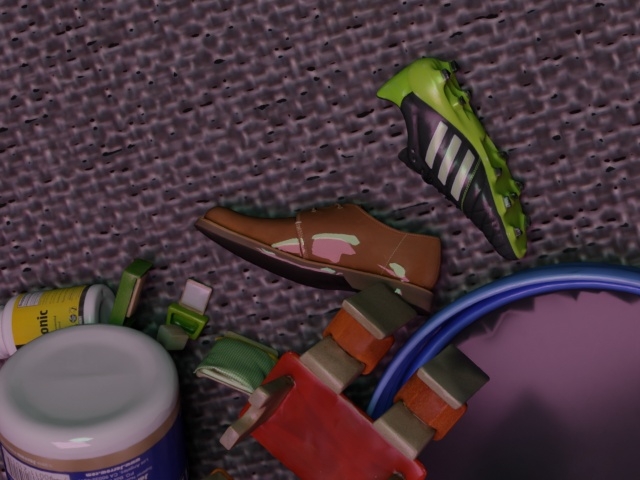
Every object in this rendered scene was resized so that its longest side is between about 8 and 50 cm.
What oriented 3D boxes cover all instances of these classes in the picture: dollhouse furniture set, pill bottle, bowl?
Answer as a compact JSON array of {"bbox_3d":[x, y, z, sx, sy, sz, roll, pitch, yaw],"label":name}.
[{"bbox_3d":[-0.100,0.072,1.260,0.151,0.076,0.059,23,111,6],"label":"dollhouse furniture set"},{"bbox_3d":[-0.186,0.214,1.257,0.153,0.153,0.265,6,127,11],"label":"pill bottle"},{"bbox_3d":[0.224,0.202,1.227,0.391,0.077,0.391,4,107,12],"label":"bowl"},{"bbox_3d":[0.048,0.199,1.179,0.259,0.135,0.262,41,112,10],"label":"dollhouse furniture set"},{"bbox_3d":[-0.240,0.076,1.299,0.116,0.065,0.065,-7,105,16],"label":"pill bottle"}]

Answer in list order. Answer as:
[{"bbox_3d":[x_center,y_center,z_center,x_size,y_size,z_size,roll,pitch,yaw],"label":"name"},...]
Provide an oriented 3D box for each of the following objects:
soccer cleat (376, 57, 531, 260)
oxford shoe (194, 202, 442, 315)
[{"bbox_3d":[0.109,-0.060,1.186,0.072,0.060,0.179,-26,93,28],"label":"soccer cleat"},{"bbox_3d":[0.000,0.000,1.231,0.212,0.076,0.076,15,80,10],"label":"oxford shoe"}]
